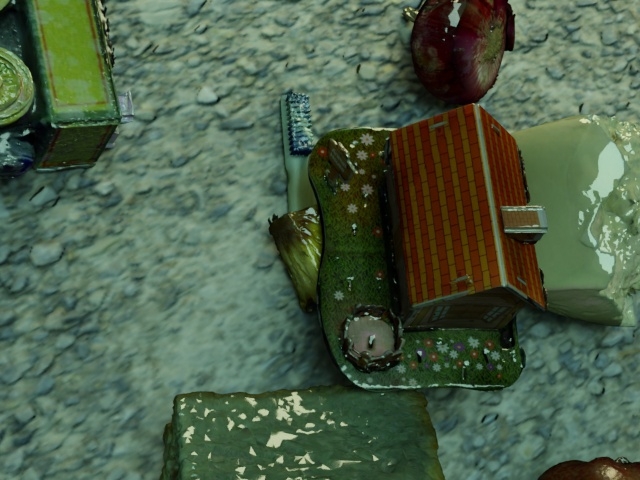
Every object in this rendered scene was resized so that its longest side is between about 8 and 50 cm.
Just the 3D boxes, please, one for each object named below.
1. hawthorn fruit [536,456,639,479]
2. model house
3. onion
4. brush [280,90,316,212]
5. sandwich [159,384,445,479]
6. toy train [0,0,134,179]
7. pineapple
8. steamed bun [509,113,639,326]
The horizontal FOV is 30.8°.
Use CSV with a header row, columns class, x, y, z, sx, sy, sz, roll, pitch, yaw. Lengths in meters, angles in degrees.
class,x,y,z,sx,sy,sz,roll,pitch,yaw
hawthorn fruit,0.283,0.307,1.139,0.169,0.169,0.188,14,70,-11
model house,0.108,-0.016,1.116,0.207,0.154,0.294,2,63,-14
onion,0.140,-0.234,1.316,0.140,0.150,0.150,22,60,36
brush,-0.020,-0.079,1.253,0.033,0.030,0.178,4,70,-25
sandwich,0.001,0.258,1.001,0.262,0.131,0.325,0,29,-14
toy train,-0.301,-0.186,1.158,0.177,0.134,0.261,-8,75,-26
pineapple,0.000,0.000,1.208,0.116,0.069,0.137,30,61,-14
steamed bun,0.288,-0.023,1.242,0.200,0.170,0.225,1,73,-18
